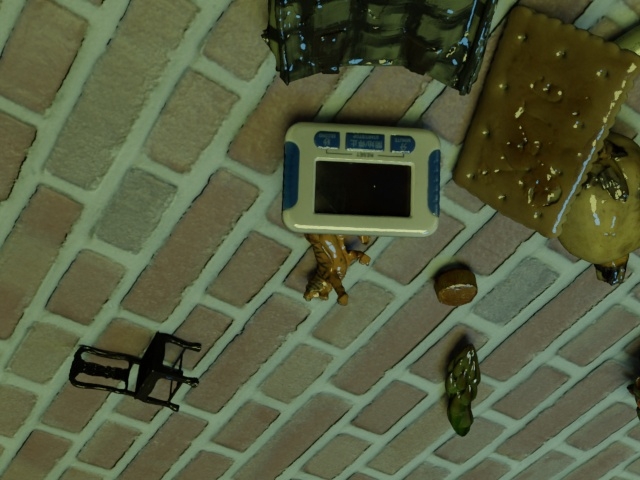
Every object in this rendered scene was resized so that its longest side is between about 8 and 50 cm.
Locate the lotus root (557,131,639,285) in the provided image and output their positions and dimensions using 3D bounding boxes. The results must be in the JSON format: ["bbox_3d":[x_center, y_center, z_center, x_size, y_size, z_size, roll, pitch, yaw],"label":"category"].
[{"bbox_3d":[0.489,-0.045,1.196,0.182,0.183,0.310,-22,128,11],"label":"lotus root"}]

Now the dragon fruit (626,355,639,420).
[{"bbox_3d":[0.781,0.329,1.494,0.224,0.224,0.227,-31,130,17],"label":"dragon fruit"}]

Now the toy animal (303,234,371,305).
[{"bbox_3d":[0.006,-0.004,1.240,0.114,0.116,0.255,-40,128,-29],"label":"toy animal"}]

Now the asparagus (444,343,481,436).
[{"bbox_3d":[0.309,0.324,1.528,0.080,0.080,0.287,-4,131,-3],"label":"asparagus"}]

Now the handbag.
[{"bbox_3d":[0.088,-0.365,0.919,0.325,0.162,0.327,3,135,-4],"label":"handbag"}]

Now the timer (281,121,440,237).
[{"bbox_3d":[0.064,-0.095,1.121,0.253,0.078,0.178,3,86,-7],"label":"timer"}]

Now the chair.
[{"bbox_3d":[-0.366,0.247,1.378,0.229,0.106,0.113,21,124,-21],"label":"chair"}]

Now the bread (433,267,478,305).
[{"bbox_3d":[0.262,0.087,1.349,0.085,0.053,0.085,-3,140,-2],"label":"bread"}]

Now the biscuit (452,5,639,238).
[{"bbox_3d":[0.333,-0.174,1.076,0.217,0.044,0.325,35,131,24],"label":"biscuit"}]

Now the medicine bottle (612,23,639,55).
[{"bbox_3d":[0.427,-0.259,1.091,0.231,0.059,0.059,-33,124,18],"label":"medicine bottle"}]
